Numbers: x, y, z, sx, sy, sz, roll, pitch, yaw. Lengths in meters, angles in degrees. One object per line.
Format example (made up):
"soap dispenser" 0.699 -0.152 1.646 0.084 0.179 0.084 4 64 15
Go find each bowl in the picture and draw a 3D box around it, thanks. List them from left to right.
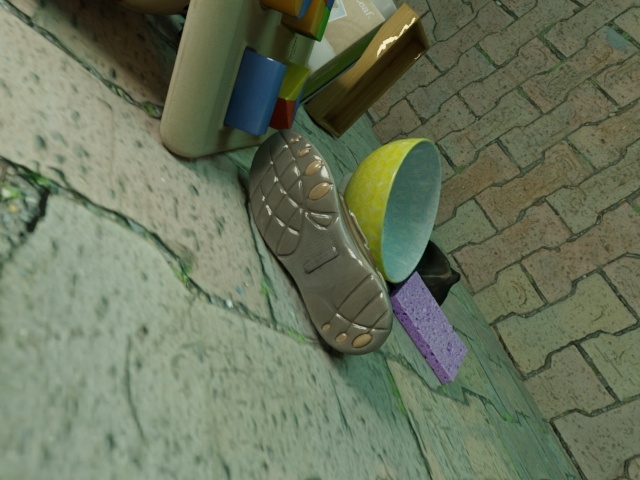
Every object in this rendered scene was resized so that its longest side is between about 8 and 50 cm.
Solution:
"bowl" 0.121 -0.072 0.940 0.156 0.289 0.289 17 -4 30

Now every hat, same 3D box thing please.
"hat" 0.271 0.087 1.153 0.331 0.134 0.331 50 18 -22

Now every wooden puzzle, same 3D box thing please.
"wooden puzzle" -0.057 -0.268 0.623 0.080 0.322 0.348 24 18 7

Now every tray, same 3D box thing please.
"tray" 0.149 -0.515 1.446 0.076 0.411 0.203 52 15 16

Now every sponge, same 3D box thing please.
"sponge" 0.226 0.179 0.966 0.210 0.031 0.117 57 39 -1

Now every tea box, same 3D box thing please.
"tea box" -0.066 -0.521 1.058 0.329 0.220 0.323 53 -5 -7

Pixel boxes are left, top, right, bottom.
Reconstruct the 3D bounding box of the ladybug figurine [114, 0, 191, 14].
"ladybug figurine" -0.269 -0.410 0.465 0.305 0.162 0.449 33 -4 46

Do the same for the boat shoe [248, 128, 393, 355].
"boat shoe" 0.000 0.000 0.624 0.324 0.123 0.116 68 13 17

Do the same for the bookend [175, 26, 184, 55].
"bookend" -0.179 -0.299 0.740 0.156 0.072 0.157 56 18 3

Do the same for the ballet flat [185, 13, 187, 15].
"ballet flat" -0.225 -0.465 0.918 0.241 0.077 0.091 24 38 -59

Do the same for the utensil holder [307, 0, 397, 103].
"utensil holder" 0.016 -0.687 1.458 0.327 0.385 0.327 48 19 -22
